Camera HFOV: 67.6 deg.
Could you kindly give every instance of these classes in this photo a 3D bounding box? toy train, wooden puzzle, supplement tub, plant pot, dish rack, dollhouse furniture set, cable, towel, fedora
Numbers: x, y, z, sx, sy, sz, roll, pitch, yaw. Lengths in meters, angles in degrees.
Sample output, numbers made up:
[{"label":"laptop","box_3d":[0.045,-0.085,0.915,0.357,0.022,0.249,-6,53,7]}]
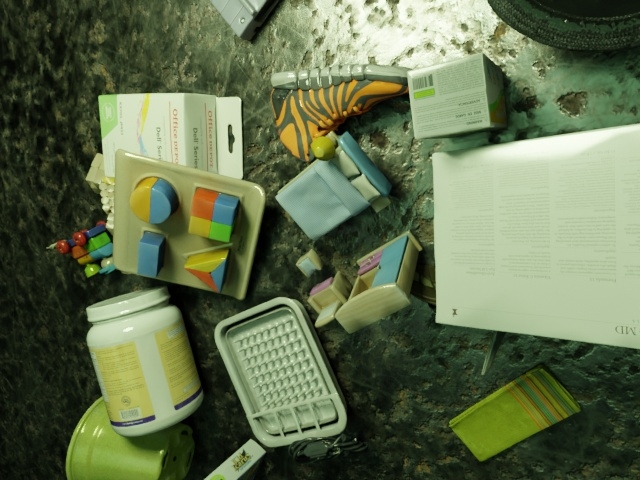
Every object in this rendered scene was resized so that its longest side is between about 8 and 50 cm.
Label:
[{"label":"toy train","box_3d":[-0.708,0.048,1.427,0.248,0.105,0.143,-18,104,31]},{"label":"wooden puzzle","box_3d":[-0.320,-0.014,1.098,0.347,0.080,0.322,16,122,-1]},{"label":"supplement tub","box_3d":[-0.461,0.305,1.251,0.241,0.241,0.331,-12,94,31]},{"label":"plant pot","box_3d":[-0.509,0.590,1.348,0.253,0.276,0.276,5,103,17]},{"label":"dish rack","box_3d":[-0.089,0.309,1.142,0.285,0.072,0.333,-25,88,32]},{"label":"dollhouse furniture set","box_3d":[0.000,0.000,0.900,0.286,0.198,0.303,-33,103,30]},{"label":"cable","box_3d":[0.016,0.470,1.083,0.184,0.150,0.047,-32,54,34]},{"label":"towel","box_3d":[0.365,0.339,0.921,0.102,0.021,0.237,50,119,12]},{"label":"fedora","box_3d":[0.397,-0.414,0.665,0.334,0.152,0.334,6,104,25]}]

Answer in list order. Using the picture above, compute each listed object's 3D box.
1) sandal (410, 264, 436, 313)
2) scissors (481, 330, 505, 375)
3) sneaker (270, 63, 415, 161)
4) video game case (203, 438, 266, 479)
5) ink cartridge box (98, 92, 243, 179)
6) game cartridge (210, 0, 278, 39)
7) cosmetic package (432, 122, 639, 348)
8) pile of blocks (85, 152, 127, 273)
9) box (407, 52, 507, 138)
[{"label":"sandal","box_3d":[0.253,0.115,0.914,0.219,0.090,0.060,20,132,17]},{"label":"scissors","box_3d":[0.327,0.090,0.827,0.109,0.021,0.297,31,98,-11]},{"label":"sneaker","box_3d":[0.042,-0.244,0.935,0.321,0.124,0.180,9,109,39]},{"label":"video game case","box_3d":[-0.271,0.679,1.222,0.061,0.244,0.270,32,114,21]},{"label":"ink cartridge box","box_3d":[-0.361,-0.246,1.148,0.353,0.119,0.207,7,105,27]},{"label":"game cartridge","box_3d":[-0.121,-0.627,0.970,0.355,0.068,0.230,-43,83,29]},{"label":"cosmetic package","box_3d":[0.351,-0.004,0.694,0.377,0.097,0.285,0,90,43]},{"label":"pile of blocks","box_3d":[-0.512,-0.065,1.297,0.112,0.149,0.362,117,130,-70]},{"label":"box","box_3d":[0.229,-0.224,0.772,0.114,0.203,0.103,-5,99,28]}]
